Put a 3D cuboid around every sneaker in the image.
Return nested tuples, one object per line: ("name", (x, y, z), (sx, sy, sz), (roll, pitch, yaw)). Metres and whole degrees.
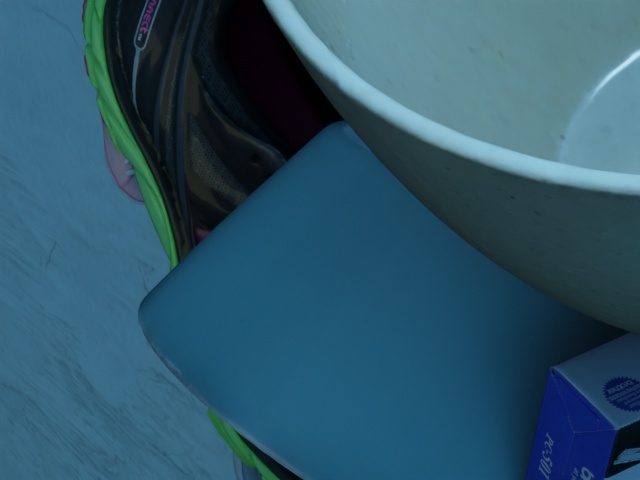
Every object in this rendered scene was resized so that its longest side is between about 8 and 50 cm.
("sneaker", (-0.183, -0.102, 1.413), (0.070, 0.051, 0.134), (-15, 90, 68))
("sneaker", (0.000, 0.000, 0.988), (0.202, 0.185, 0.483), (-12, 109, 47))

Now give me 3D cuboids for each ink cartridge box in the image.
("ink cartridge box", (0.189, 0.068, 0.657), (0.046, 0.207, 0.097), (46, 145, 39))

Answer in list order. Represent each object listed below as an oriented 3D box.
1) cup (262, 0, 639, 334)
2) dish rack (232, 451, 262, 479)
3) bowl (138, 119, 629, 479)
("cup", (0.158, -0.089, 0.547), (0.331, 0.331, 0.237), (49, 171, 35))
("dish rack", (0.053, 0.290, 1.217), (0.333, 0.072, 0.285), (66, 152, 8))
("bowl", (0.076, 0.039, 0.787), (0.311, 0.311, 0.163), (37, 101, 47))
